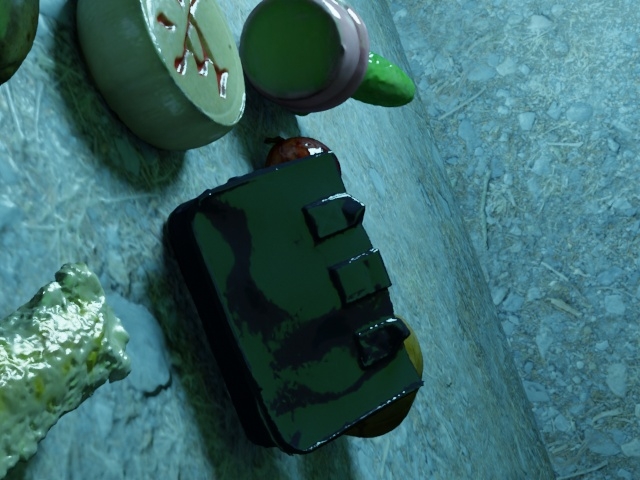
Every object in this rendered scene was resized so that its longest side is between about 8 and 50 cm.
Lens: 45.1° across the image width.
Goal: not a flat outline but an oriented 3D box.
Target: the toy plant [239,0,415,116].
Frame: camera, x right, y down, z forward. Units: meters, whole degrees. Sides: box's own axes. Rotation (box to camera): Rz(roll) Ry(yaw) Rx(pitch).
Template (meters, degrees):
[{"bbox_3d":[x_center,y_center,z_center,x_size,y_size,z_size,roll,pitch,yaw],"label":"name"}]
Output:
[{"bbox_3d":[0.006,-0.314,1.355,0.317,0.211,0.356,29,8,5],"label":"toy plant"}]

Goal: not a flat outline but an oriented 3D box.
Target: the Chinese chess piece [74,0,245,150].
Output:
[{"bbox_3d":[-0.192,-0.234,0.960,0.250,0.103,0.250,51,29,-43],"label":"Chinese chess piece"}]

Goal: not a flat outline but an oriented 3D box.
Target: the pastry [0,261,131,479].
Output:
[{"bbox_3d":[-0.229,0.103,0.547,0.258,0.089,0.121,-57,128,-68],"label":"pastry"}]

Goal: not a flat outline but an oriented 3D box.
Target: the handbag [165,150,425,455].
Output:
[{"bbox_3d":[-0.017,0.068,0.953,0.269,0.118,0.326,-21,92,-31],"label":"handbag"}]

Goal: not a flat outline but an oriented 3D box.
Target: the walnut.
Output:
[{"bbox_3d":[0.065,0.185,1.117,0.167,0.167,0.207,57,29,-31],"label":"walnut"}]

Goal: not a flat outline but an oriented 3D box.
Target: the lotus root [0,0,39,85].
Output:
[{"bbox_3d":[-0.303,-0.233,0.639,0.124,0.123,0.241,42,34,-68],"label":"lotus root"}]

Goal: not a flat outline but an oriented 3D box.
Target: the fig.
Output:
[{"bbox_3d":[-0.030,-0.114,1.241,0.128,0.128,0.150,57,18,-31],"label":"fig"}]
